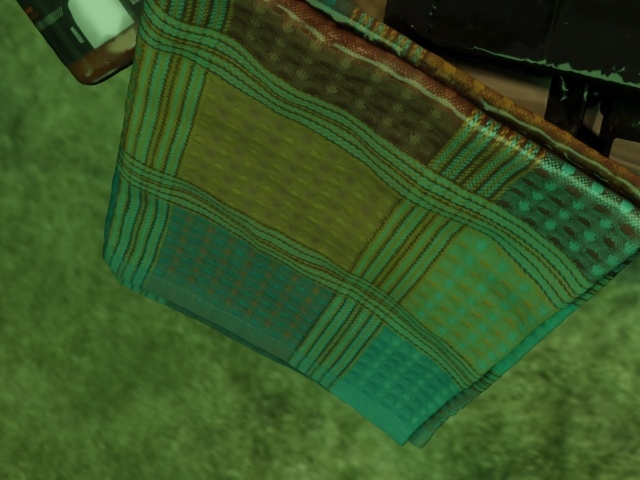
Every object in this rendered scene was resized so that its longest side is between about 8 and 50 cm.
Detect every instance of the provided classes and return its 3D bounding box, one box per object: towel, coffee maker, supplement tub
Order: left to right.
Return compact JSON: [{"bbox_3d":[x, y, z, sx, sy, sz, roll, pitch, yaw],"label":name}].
[{"bbox_3d":[-0.151,-0.193,0.640,0.106,0.106,0.198,-25,110,32],"label":"supplement tub"},{"bbox_3d":[0.000,0.000,0.653,0.271,0.040,0.370,30,153,1],"label":"towel"},{"bbox_3d":[0.128,-0.112,0.576,0.178,0.120,0.171,12,124,13],"label":"coffee maker"}]
